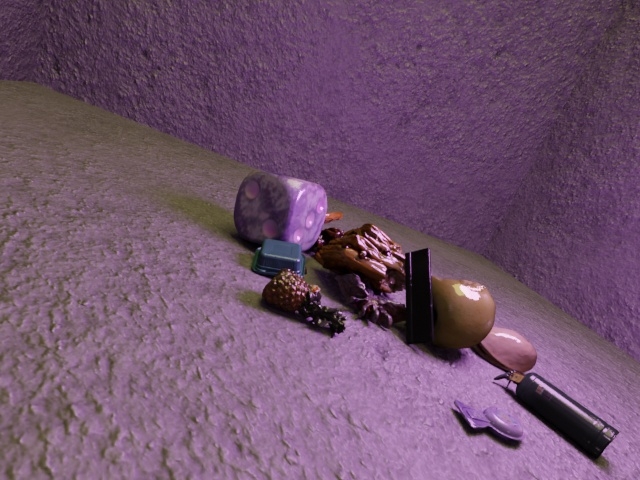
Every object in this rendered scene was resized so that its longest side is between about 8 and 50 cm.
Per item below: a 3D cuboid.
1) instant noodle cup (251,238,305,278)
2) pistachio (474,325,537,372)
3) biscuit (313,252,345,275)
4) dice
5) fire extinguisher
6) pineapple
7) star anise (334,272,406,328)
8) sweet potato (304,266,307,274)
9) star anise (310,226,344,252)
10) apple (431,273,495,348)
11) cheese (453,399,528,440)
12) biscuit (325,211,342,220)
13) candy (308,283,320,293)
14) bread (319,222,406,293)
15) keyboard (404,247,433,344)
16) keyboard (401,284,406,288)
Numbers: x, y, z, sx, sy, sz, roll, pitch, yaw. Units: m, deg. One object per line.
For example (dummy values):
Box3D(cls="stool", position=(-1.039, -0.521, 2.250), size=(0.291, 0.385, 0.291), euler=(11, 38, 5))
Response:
Box3D(cls="instant noodle cup", position=(-0.135, 0.056, 1.367), size=(0.178, 0.070, 0.157), euler=(10, 27, -6))
Box3D(cls="pistachio", position=(0.657, 0.381, 1.444), size=(0.223, 0.126, 0.152), euler=(27, 50, 15))
Box3D(cls="biscuit", position=(0.078, 0.097, 1.728), size=(0.186, 0.036, 0.192), euler=(30, 15, 31))
Box3D(cls="dice", position=(-0.152, -0.115, 1.568), size=(0.269, 0.272, 0.270), euler=(17, 8, 27))
Box3D(cls="fire extinguisher", position=(0.669, 0.479, 1.178), size=(0.311, 0.114, 0.095), euler=(39, -18, 43))
Box3D(cls="pineapple", position=(-0.038, 0.181, 1.133), size=(0.251, 0.125, 0.125), euler=(34, 14, -1))
Box3D(cls="star anise", position=(0.165, 0.196, 1.361), size=(0.257, 0.111, 0.198), euler=(39, 20, 29))
Box3D(cls="sweet potato", position=(-0.107, 0.073, 1.492), size=(0.053, 0.053, 0.182), euler=(-24, 31, -16))
Box3D(cls="star anise", position=(0.000, 0.000, 1.770), size=(0.220, 0.126, 0.190), euler=(5, 0, 41))
Box3D(cls="apple", position=(0.445, 0.236, 1.359), size=(0.278, 0.279, 0.279), euler=(22, 14, -6))
Box3D(cls="cheese", position=(0.428, 0.447, 1.002), size=(0.190, 0.042, 0.105), euler=(17, 14, -16))
Box3D(cls="biscuit", position=(-0.069, -0.079, 1.794), size=(0.308, 0.040, 0.204), euler=(-11, -3, 23))
Box3D(cls="candy", position=(-0.063, 0.143, 1.330), size=(0.055, 0.049, 0.184), euler=(-34, 35, -19))
Box3D(cls="bread", position=(0.202, 0.070, 1.517), size=(0.369, 0.192, 0.314), euler=(26, -13, -17))
Box3D(cls="keyboard", position=(0.315, 0.176, 1.311), size=(0.100, 0.310, 0.018), euler=(-17, -31, 39))
Box3D(cls="keyboard", position=(0.334, 0.176, 1.882), size=(0.196, 0.015, 0.074), euler=(30, 15, 21))
